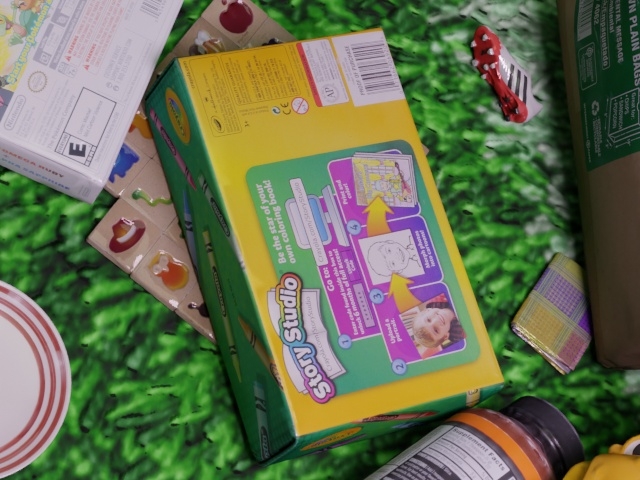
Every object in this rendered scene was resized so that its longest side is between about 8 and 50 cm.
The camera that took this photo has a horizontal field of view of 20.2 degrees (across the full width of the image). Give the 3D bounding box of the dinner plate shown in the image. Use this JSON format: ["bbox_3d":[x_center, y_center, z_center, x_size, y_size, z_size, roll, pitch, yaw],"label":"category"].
[{"bbox_3d":[-0.231,0.089,1.162,0.141,0.017,0.141,8,69,-20],"label":"dinner plate"}]

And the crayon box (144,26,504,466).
[{"bbox_3d":[0.000,0.000,1.249,0.165,0.081,0.278,-12,76,-26],"label":"crayon box"}]

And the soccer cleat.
[{"bbox_3d":[0.146,-0.131,1.404,0.035,0.029,0.083,-23,84,-37],"label":"soccer cleat"}]

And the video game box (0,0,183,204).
[{"bbox_3d":[-0.204,-0.151,1.245,0.187,0.048,0.205,26,63,-11],"label":"video game box"}]

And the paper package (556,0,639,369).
[{"bbox_3d":[0.353,-0.066,1.363,0.309,0.168,0.325,1,79,-25],"label":"paper package"}]

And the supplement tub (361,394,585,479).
[{"bbox_3d":[0.089,0.183,1.215,0.198,0.106,0.106,-31,85,-30],"label":"supplement tub"}]

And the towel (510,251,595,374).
[{"bbox_3d":[0.183,0.054,1.358,0.060,0.009,0.083,38,60,-5],"label":"towel"}]

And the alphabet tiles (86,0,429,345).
[{"bbox_3d":[-0.055,-0.047,1.295,0.198,0.009,0.237,40,61,-6],"label":"alphabet tiles"}]

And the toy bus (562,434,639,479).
[{"bbox_3d":[0.268,0.163,1.211,0.220,0.149,0.211,39,71,-47],"label":"toy bus"}]
